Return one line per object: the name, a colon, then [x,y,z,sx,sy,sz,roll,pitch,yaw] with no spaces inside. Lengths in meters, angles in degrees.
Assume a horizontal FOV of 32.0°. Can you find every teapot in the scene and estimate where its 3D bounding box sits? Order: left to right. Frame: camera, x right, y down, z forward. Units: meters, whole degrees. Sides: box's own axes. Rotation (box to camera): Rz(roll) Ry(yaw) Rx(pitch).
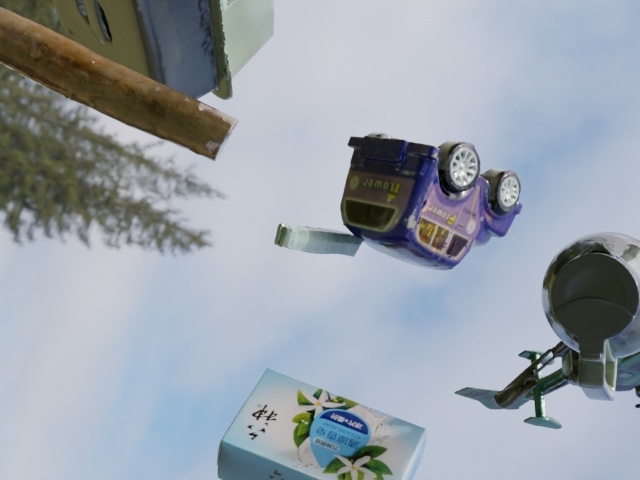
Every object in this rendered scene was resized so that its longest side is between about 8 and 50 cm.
teapot: [0.142,0.038,0.565,0.066,0.057,0.087,2,-92,23]

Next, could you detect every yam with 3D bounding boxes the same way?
yam: [-0.193,-0.134,0.900,0.046,0.264,0.046,-156,-90,-88]

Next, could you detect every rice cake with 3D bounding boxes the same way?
rice cake: [0.000,0.001,1.420,0.029,0.171,0.033,20,-83,34]

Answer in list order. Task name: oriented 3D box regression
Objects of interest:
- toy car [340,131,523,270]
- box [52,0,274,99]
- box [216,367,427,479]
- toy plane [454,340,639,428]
toy car: [0.141,-0.045,1.458,0.172,0.235,0.157,14,-97,49]
box: [-0.161,-0.269,1.087,0.166,0.220,0.290,-43,164,-17]
box: [0.003,0.271,1.418,0.142,0.232,0.083,-56,162,-47]
toy plane: [0.324,0.136,1.308,0.382,0.155,0.106,-40,-140,50]
